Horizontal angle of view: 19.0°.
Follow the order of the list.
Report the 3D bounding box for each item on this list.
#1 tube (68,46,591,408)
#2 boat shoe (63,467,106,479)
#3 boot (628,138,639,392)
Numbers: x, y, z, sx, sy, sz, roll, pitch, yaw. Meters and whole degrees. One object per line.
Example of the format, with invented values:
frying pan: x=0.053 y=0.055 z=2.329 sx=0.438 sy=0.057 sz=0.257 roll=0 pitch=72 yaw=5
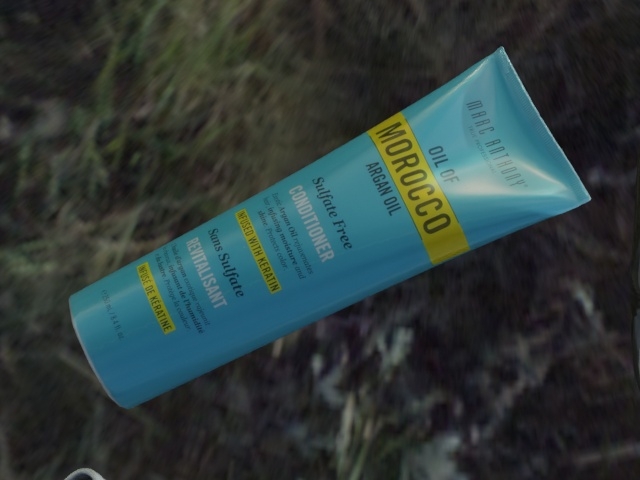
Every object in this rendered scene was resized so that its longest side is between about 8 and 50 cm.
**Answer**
tube: x=0.000 y=0.000 z=0.778 sx=0.207 sy=0.052 sz=0.080 roll=-27 pitch=68 yaw=3
boat shoe: x=-0.255 y=0.306 z=1.590 sx=0.267 sy=0.096 sz=0.088 roll=-48 pitch=137 yaw=-20
boot: x=0.252 y=0.006 z=0.996 sx=0.178 sy=0.085 sz=0.236 roll=4 pitch=143 yaw=12
